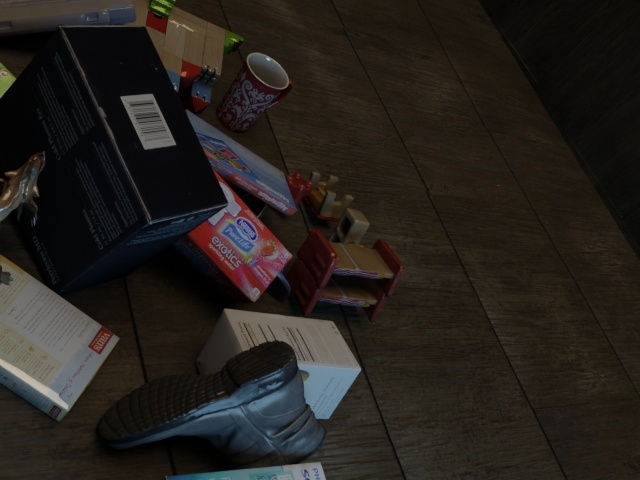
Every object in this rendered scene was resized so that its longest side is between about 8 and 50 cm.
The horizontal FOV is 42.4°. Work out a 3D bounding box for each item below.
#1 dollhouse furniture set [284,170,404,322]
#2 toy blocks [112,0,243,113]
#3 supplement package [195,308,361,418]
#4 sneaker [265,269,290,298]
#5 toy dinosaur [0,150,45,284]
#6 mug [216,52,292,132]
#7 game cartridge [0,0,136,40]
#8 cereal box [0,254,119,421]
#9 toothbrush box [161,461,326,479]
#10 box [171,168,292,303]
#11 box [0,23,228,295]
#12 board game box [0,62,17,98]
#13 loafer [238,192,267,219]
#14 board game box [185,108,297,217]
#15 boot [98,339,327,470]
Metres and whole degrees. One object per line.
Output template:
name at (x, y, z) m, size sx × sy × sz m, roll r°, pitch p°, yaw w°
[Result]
dollhouse furniture set at (0.000, 0.000, 1.825) m, size 0.201 × 0.152 × 0.374 m, roll 10°, pitch 31°, yaw -36°
toy blocks at (-0.370, -0.407, 1.844) m, size 0.381 × 0.190 × 0.261 m, roll 19°, pitch 55°, yaw -28°
supplement package at (-0.077, 0.226, 1.488) m, size 0.244 × 0.139 × 0.134 m, roll 10°, pitch 32°, yaw -35°
sneaker at (-0.108, 0.058, 1.713) m, size 0.144 × 0.053 × 0.059 m, roll 48°, pitch 35°, yaw 4°
toy dinosaur at (-0.560, -0.028, 1.290) m, size 0.200 × 0.295 × 0.127 m, roll -89°, pitch 166°, yaw -53°
mug at (-0.152, -0.336, 1.953) m, size 0.150 × 0.169 × 0.113 m, roll 21°, pitch 42°, yaw -28°
game cartridge at (-0.582, -0.521, 1.719) m, size 0.354 × 0.068 × 0.230 m, roll -11°, pitch 64°, yaw -17°
cereal box at (-0.460, 0.151, 1.302) m, size 0.240 × 0.047 × 0.173 m, roll 38°, pitch 37°, yaw -8°
toothbrush box at (-0.111, 0.471, 1.254) m, size 0.295 × 0.126 × 0.216 m, roll 9°, pitch 49°, yaw -39°
box at (-0.196, -0.009, 1.561) m, size 0.257 × 0.122 × 0.128 m, roll 48°, pitch 64°, yaw -18°
box at (-0.373, -0.131, 1.385) m, size 0.179 × 0.312 × 0.343 m, roll -18°, pitch 81°, yaw -51°
board game box at (-0.645, -0.226, 1.436) m, size 0.124 × 0.039 × 0.259 m, roll 47°, pitch 53°, yaw -11°
loafer at (-0.190, -0.050, 1.709) m, size 0.094 × 0.087 × 0.251 m, roll 45°, pitch 37°, yaw 2°
board game box at (-0.170, -0.159, 1.724) m, size 0.281 × 0.027 × 0.145 m, roll 31°, pitch 23°, yaw -36°
boot at (-0.164, 0.317, 1.331) m, size 0.118 × 0.338 × 0.223 m, roll -112°, pitch -174°, yaw -60°
